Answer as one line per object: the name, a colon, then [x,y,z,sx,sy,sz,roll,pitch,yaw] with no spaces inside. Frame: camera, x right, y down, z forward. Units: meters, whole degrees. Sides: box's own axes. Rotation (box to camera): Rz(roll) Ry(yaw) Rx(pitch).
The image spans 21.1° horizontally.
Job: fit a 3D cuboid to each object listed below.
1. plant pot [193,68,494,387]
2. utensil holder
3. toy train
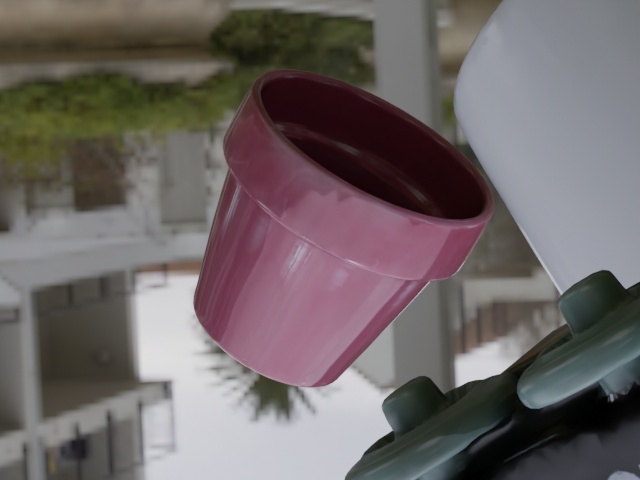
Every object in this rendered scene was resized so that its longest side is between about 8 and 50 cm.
plant pot: [0.000,0.000,1.274,0.201,0.180,0.201,24,-155,-12]
utensil holder: [0.303,-0.005,1.019,0.327,0.385,0.327,-27,158,-12]
toy train: [0.154,0.054,0.613,0.334,0.142,0.190,-37,175,38]
